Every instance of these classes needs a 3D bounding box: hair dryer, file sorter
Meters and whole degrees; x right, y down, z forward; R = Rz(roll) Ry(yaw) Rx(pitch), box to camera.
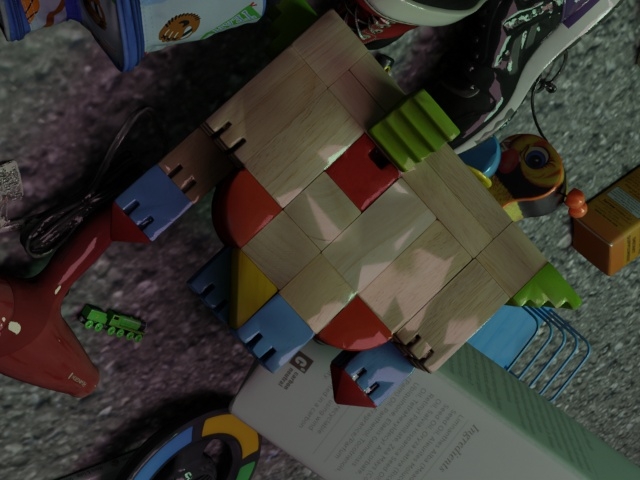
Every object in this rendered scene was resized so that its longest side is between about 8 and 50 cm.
[{"bbox_3d":[-0.228,0.033,0.998,0.224,0.080,0.293,-14,130,-32],"label":"hair dryer"},{"bbox_3d":[0.272,0.141,1.518,0.170,0.104,0.118,23,106,-49],"label":"file sorter"}]

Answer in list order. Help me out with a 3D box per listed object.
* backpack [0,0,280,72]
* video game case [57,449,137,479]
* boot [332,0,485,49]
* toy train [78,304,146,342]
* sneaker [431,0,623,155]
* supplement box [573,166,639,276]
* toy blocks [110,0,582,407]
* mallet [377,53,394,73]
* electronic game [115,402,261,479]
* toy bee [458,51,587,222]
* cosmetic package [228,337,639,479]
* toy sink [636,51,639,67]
[{"bbox_3d":[-0.140,-0.242,0.697,0.213,0.263,0.276,-32,140,-15],"label":"backpack"},{"bbox_3d":[-0.259,0.316,1.270,0.143,0.019,0.157,-17,133,-31],"label":"video game case"},{"bbox_3d":[0.050,-0.203,0.958,0.176,0.088,0.244,-20,-176,34],"label":"boot"},{"bbox_3d":[-0.206,0.083,1.116,0.083,0.017,0.023,24,97,-49],"label":"toy train"},{"bbox_3d":[0.176,-0.217,1.150,0.283,0.107,0.124,-47,121,2],"label":"sneaker"},{"bbox_3d":[0.457,-0.054,1.532,0.233,0.080,0.078,-35,142,-15],"label":"supplement box"},{"bbox_3d":[0.000,0.000,0.967,0.261,0.191,0.381,-43,99,-9],"label":"toy blocks"},{"bbox_3d":[0.035,-0.101,1.158,0.062,0.039,0.189,18,107,-48],"label":"mallet"},{"bbox_3d":[-0.158,0.285,1.288,0.229,0.048,0.229,-33,142,-30],"label":"electronic game"},{"bbox_3d":[0.201,-0.063,1.221,0.195,0.162,0.298,9,123,-54],"label":"toy bee"},{"bbox_3d":[0.144,0.216,1.169,0.161,0.453,0.230,-54,180,10],"label":"cosmetic package"},{"bbox_3d":[0.486,-0.238,1.339,0.234,0.153,0.131,-13,132,-34],"label":"toy sink"}]
